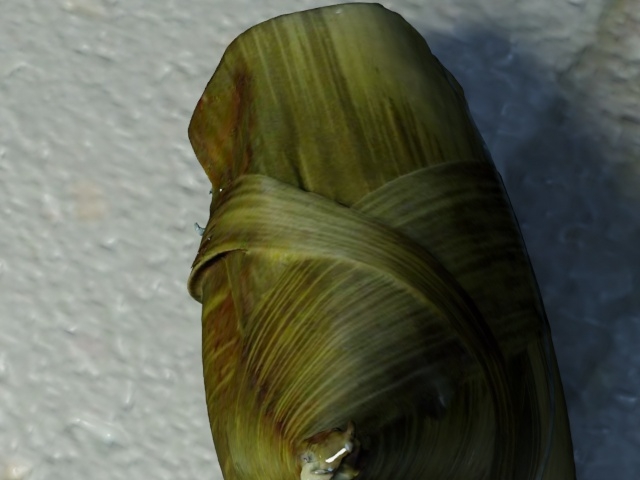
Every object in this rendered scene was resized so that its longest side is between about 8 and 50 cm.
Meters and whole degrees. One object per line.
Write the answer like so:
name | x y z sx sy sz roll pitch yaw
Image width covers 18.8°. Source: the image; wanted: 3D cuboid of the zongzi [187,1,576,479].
zongzi | 0.000 0.000 0.600 0.112 0.242 0.221 -20 68 10
